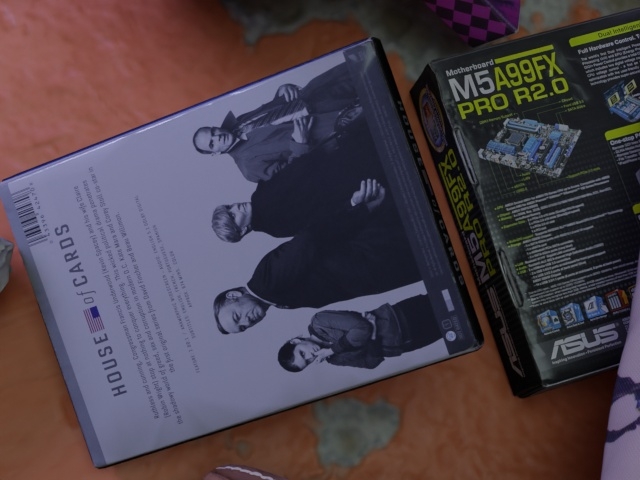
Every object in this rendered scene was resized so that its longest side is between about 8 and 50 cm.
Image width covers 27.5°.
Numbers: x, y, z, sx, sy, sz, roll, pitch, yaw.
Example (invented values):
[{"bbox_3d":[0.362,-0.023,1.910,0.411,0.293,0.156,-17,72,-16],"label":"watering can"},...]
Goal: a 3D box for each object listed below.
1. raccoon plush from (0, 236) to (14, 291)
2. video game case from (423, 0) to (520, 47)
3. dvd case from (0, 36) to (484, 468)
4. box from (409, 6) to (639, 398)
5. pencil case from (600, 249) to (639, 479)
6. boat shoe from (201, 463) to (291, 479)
[{"bbox_3d":[-0.316,0.187,0.642,0.446,0.216,0.299,-24,88,-13],"label":"raccoon plush"},{"bbox_3d":[0.052,-0.264,0.791,0.232,0.042,0.210,35,54,-41],"label":"video game case"},{"bbox_3d":[-0.049,0.011,0.737,0.239,0.029,0.179,-19,89,16],"label":"dvd case"},{"bbox_3d":[0.220,-0.040,0.839,0.270,0.060,0.216,-16,78,-12],"label":"box"},{"bbox_3d":[0.265,-0.002,0.710,0.160,0.183,0.410,24,73,-26],"label":"pencil case"},{"bbox_3d":[0.074,0.212,0.739,0.324,0.123,0.116,28,40,3],"label":"boat shoe"}]
